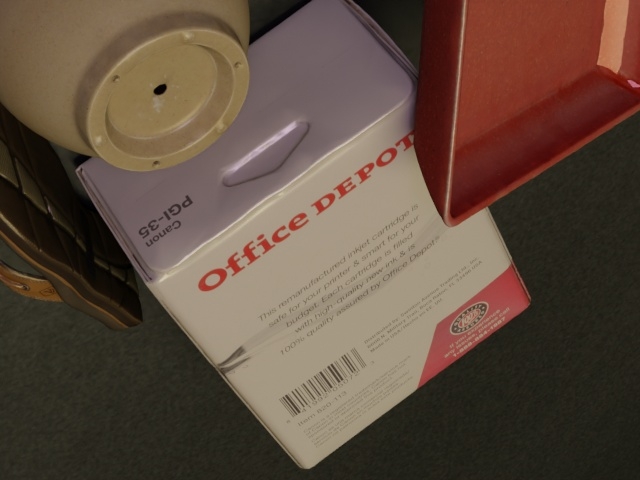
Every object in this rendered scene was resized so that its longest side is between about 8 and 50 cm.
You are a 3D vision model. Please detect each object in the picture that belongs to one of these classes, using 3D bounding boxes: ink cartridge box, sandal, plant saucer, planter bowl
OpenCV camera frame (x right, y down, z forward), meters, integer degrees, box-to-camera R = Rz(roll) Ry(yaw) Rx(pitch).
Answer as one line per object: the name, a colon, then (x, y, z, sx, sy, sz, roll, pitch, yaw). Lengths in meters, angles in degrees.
ink cartridge box: (0.000, 0.000, 1.137, 0.207, 0.117, 0.283, -36, 144, -2)
sandal: (-0.173, -0.004, 1.045, 0.060, 0.090, 0.219, -17, 152, 11)
plant saucer: (0.134, -0.169, 1.018, 0.258, 0.048, 0.259, -30, 133, -47)
planter bowl: (-0.103, -0.107, 0.946, 0.162, 0.109, 0.162, -22, 142, -19)
